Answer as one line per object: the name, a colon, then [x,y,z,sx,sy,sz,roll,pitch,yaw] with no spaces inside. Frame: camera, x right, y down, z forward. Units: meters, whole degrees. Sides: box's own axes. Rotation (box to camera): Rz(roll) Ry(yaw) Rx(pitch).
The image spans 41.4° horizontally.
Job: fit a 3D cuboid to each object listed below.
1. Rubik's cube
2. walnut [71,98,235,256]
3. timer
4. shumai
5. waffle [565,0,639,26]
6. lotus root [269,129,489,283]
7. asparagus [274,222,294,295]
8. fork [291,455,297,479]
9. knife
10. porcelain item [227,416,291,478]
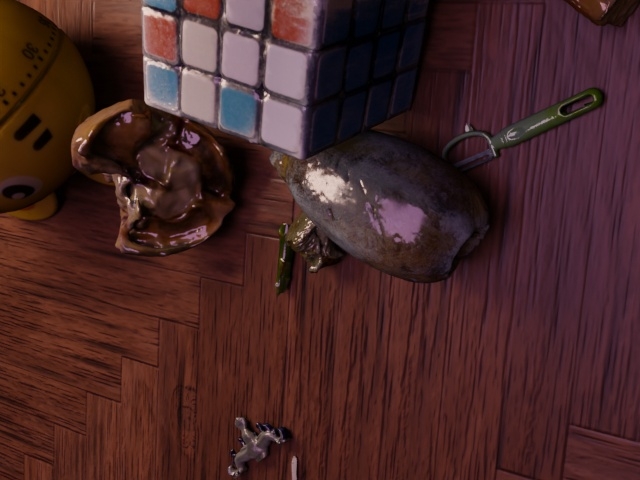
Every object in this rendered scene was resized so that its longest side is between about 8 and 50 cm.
Rubik's cube: [-0.038,-0.273,0.997,0.253,0.259,0.256,24,124,28]
walnut: [-0.233,-0.104,1.227,0.204,0.141,0.238,-21,121,-3]
timer: [-0.493,-0.177,1.312,0.376,0.376,0.387,-14,132,33]
shumai: [0.000,0.000,1.165,0.080,0.082,0.083,35,127,-18]
waffle: [0.299,-0.449,0.893,0.304,0.077,0.348,47,118,20]
lotus root: [0.053,-0.065,1.054,0.322,0.140,0.158,29,81,27]
asparagus: [-0.052,0.027,1.216,0.025,0.021,0.108,16,106,34]
fork: [-0.039,0.377,1.261,0.016,0.012,0.115,3,98,26]
knife: [0.235,-0.138,1.013,0.212,0.015,0.054,-23,82,34]
porcelain item: [-0.108,0.301,1.288,0.136,0.021,0.075,-41,75,30]
